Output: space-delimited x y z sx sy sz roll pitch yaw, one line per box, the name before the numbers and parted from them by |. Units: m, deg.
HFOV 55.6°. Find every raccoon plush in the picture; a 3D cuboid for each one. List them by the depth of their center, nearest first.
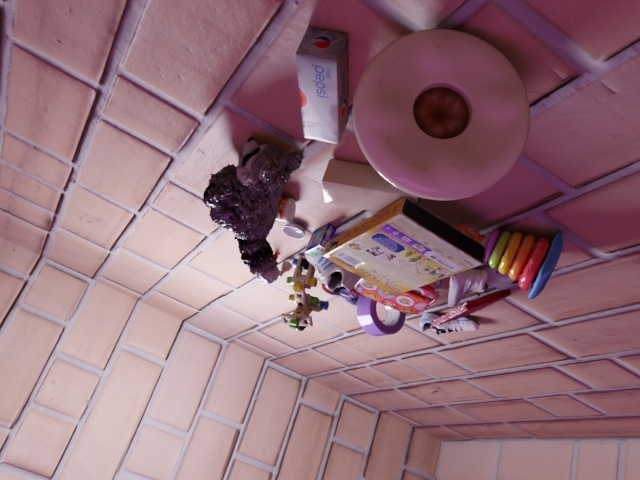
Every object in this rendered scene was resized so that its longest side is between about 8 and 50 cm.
raccoon plush | -0.136 -0.094 1.815 0.299 0.216 0.446 -8 125 40

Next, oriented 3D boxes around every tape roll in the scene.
tape roll | 0.234 0.270 2.330 0.189 0.189 0.080 33 150 -26

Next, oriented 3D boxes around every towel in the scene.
towel | 0.527 0.241 2.156 0.198 0.031 0.275 -14 164 -23

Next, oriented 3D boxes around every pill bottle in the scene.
pill bottle | -0.164 -0.108 1.994 0.152 0.086 0.086 10 152 17

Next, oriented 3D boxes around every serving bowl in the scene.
serving bowl | -0.091 -0.038 2.142 0.083 0.027 0.083 15 152 8

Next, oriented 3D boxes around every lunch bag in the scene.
lunch bag | 0.275 0.136 2.147 0.293 0.120 0.258 22 148 -5

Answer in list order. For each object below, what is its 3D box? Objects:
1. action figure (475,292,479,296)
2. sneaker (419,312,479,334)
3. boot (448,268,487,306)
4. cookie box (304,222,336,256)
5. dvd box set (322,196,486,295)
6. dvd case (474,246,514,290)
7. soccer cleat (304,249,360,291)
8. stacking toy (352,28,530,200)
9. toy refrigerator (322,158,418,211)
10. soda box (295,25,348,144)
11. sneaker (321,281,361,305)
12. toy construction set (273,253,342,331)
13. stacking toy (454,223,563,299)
action figure | 0.540 0.165 2.117 0.038 0.030 0.115 -2 149 26
sneaker | 0.508 0.338 2.398 0.237 0.086 0.085 1 146 29
boot | 0.488 0.158 2.005 0.123 0.095 0.258 4 158 11
cookie box | 0.000 0.000 2.085 0.040 0.092 0.107 32 150 -19
dvd box set | 0.239 0.035 1.824 0.307 0.062 0.420 29 150 -19
dvd case | 0.555 0.081 1.949 0.179 0.030 0.239 19 154 -1
soccer cleat | 0.025 0.096 2.126 0.116 0.143 0.331 39 164 -29
stacking toy | 0.236 -0.223 1.389 0.350 0.351 0.480 18 172 2
toy refrigerator | 0.148 -0.150 1.716 0.269 0.094 0.102 10 148 12
soda box | 0.008 -0.353 1.422 0.098 0.091 0.286 14 153 10
sneaker | 0.113 0.194 2.390 0.221 0.083 0.087 18 148 -2
toy construction set | -0.101 0.197 2.300 0.308 0.237 0.257 27 129 9
stacking toy | 0.525 0.027 1.764 0.301 0.175 0.166 23 152 17
